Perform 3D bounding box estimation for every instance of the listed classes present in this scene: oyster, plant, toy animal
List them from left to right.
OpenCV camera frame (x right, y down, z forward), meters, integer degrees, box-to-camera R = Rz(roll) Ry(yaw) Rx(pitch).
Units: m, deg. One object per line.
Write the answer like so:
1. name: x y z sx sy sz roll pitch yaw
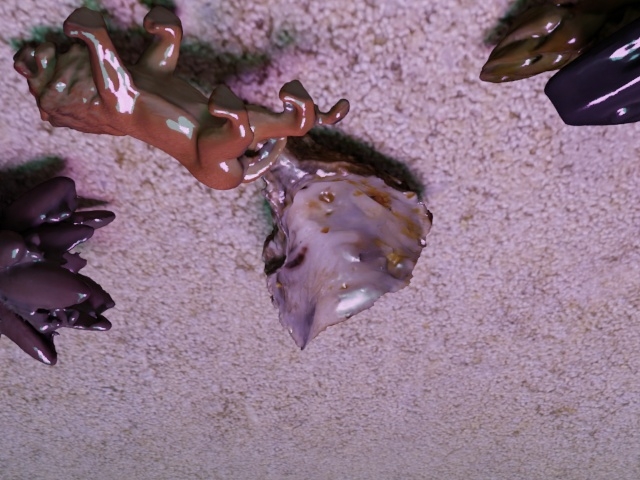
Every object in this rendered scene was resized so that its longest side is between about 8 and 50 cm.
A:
1. plant: -0.386 0.022 1.084 0.320 0.194 0.182 6 148 -3
2. toy animal: -0.146 -0.125 0.928 0.312 0.097 0.158 27 137 -1
3. oyster: 0.021 -0.016 1.128 0.204 0.111 0.396 -19 142 -3

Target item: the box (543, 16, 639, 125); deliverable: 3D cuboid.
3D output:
1. box: 0.347 -0.176 0.790 0.289 0.073 0.290 -30 171 33

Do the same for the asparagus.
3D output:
1. asparagus: 0.256 -0.210 0.856 0.080 0.080 0.287 30 136 -35
